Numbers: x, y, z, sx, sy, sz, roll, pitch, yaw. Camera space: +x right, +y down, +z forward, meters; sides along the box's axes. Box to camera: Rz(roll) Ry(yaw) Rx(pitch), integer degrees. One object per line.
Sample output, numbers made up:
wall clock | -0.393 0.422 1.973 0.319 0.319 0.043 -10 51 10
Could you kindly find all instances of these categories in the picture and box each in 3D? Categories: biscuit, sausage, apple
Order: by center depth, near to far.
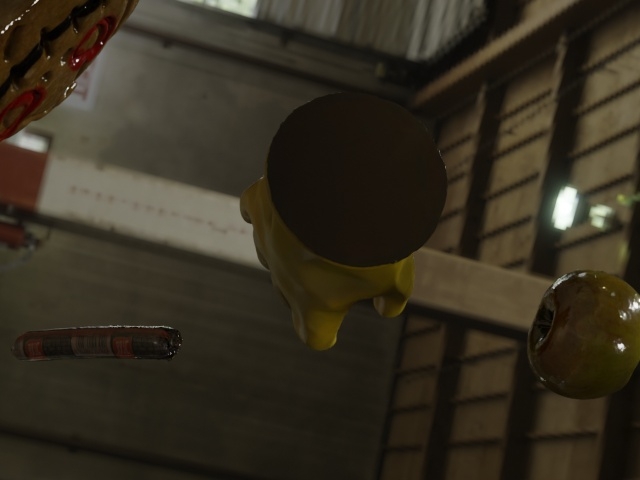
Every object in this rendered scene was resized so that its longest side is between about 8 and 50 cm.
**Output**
apple | 0.180 0.064 0.915 0.089 0.074 0.089 22 90 -83
sausage | -0.169 0.078 1.013 0.198 0.025 0.028 -6 -98 41
biscuit | -0.336 -0.232 1.665 0.367 0.063 0.314 -49 171 -20

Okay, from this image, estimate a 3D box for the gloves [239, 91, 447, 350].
gloves | -0.001 -0.001 1.000 0.294 0.116 0.133 121 -50 -71
